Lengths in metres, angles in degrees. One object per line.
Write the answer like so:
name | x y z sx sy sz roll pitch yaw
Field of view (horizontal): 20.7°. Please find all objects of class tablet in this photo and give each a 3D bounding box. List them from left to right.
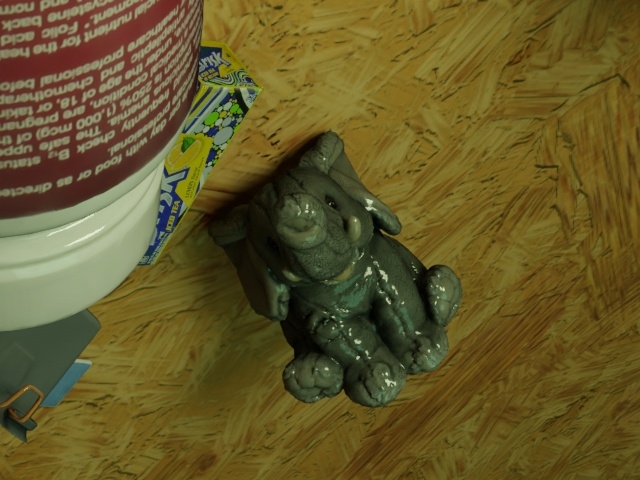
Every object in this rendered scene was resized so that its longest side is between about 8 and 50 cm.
tablet | -0.222 0.110 1.377 0.054 0.006 0.083 -48 148 19

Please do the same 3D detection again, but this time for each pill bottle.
pill bottle | -0.167 -0.144 0.857 0.224 0.224 0.392 -23 147 -24

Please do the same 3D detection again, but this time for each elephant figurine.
elephant figurine | 0.000 0.000 1.333 0.239 0.186 0.169 56 49 -36

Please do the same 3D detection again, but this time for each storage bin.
storage bin | -0.196 0.055 1.083 0.091 0.098 0.135 -48 151 -7

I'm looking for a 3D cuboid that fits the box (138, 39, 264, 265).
box | -0.112 -0.059 1.210 0.059 0.054 0.169 -2 135 -47
